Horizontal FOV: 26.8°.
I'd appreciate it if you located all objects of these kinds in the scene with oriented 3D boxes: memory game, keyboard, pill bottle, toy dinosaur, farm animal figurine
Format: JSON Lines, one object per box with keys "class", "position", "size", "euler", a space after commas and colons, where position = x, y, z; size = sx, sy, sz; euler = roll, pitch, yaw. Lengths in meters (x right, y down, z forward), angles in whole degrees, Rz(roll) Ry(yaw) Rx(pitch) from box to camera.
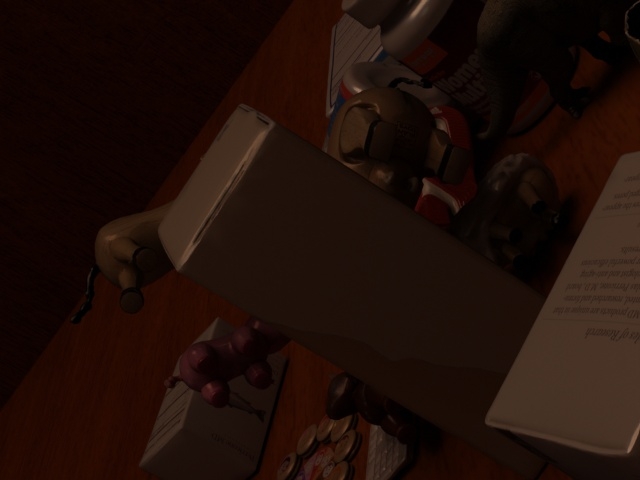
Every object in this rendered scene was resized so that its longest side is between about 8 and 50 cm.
{"class": "memory game", "position": [-0.017, 0.248, 1.333], "size": [0.186, 0.012, 0.186], "euler": [-52, 16, 22]}
{"class": "keyboard", "position": [0.069, 0.139, 1.274], "size": [0.072, 0.014, 0.256], "euler": [-48, 18, 31]}
{"class": "pill bottle", "position": [0.138, -0.213, 1.353], "size": [0.121, 0.221, 0.121], "euler": [-52, 16, 22]}
{"class": "toy dinosaur", "position": [0.218, -0.205, 1.210], "size": [0.313, 0.160, 0.121], "euler": [-36, 26, 51]}
{"class": "farm animal figurine", "position": [0.000, 0.000, 1.146], "size": [0.326, 0.330, 0.172], "euler": [-56, 22, 4]}
{"class": "pill bottle", "position": [0.057, -0.069, 1.442], "size": [0.124, 0.124, 0.221], "euler": [-89, 12, -62]}

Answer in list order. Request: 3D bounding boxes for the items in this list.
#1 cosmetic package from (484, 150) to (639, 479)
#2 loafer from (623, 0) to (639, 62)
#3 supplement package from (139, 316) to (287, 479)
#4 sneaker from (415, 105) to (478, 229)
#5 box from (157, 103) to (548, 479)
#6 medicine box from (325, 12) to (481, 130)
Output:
{"class": "cosmetic package", "position": [0.216, 0.061, 0.718], "size": [0.183, 0.151, 0.151], "euler": [-62, 16, -12]}
{"class": "loafer", "position": [0.292, -0.141, 0.991], "size": [0.094, 0.087, 0.251], "euler": [-57, 15, 1]}
{"class": "supplement package", "position": [-0.123, 0.201, 1.576], "size": [0.105, 0.105, 0.179], "euler": [-45, 20, 39]}
{"class": "sneaker", "position": [0.129, -0.009, 1.310], "size": [0.128, 0.087, 0.221], "euler": [71, -161, -61]}
{"class": "box", "position": [0.046, 0.035, 0.986], "size": [0.121, 0.311, 0.148], "euler": [-57, 15, 3]}
{"class": "medicine box", "position": [0.142, -0.259, 1.570], "size": [0.263, 0.149, 0.289], "euler": [-51, 17, 25]}
